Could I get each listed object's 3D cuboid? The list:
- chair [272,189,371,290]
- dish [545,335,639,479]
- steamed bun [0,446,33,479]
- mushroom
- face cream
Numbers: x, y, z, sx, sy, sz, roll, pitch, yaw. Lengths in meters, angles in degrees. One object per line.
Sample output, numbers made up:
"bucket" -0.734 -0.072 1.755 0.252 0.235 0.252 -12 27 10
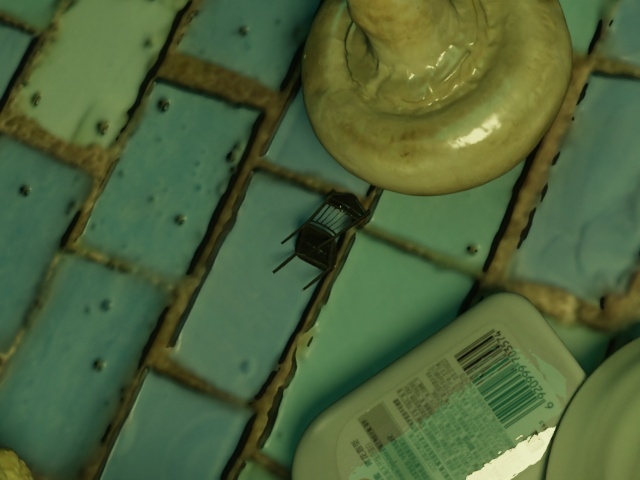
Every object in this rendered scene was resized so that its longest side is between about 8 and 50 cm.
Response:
"chair" 0.000 0.001 1.131 0.037 0.042 0.086 29 45 21
"dish" 0.279 0.167 0.939 0.260 0.085 0.260 0 76 0
"steamed bun" -0.303 0.263 1.063 0.295 0.137 0.292 -21 68 13
"mushroom" 0.089 -0.143 1.076 0.206 0.209 0.206 5 59 -9
"face cream" 0.058 0.166 1.035 0.291 0.071 0.144 -36 70 -1
